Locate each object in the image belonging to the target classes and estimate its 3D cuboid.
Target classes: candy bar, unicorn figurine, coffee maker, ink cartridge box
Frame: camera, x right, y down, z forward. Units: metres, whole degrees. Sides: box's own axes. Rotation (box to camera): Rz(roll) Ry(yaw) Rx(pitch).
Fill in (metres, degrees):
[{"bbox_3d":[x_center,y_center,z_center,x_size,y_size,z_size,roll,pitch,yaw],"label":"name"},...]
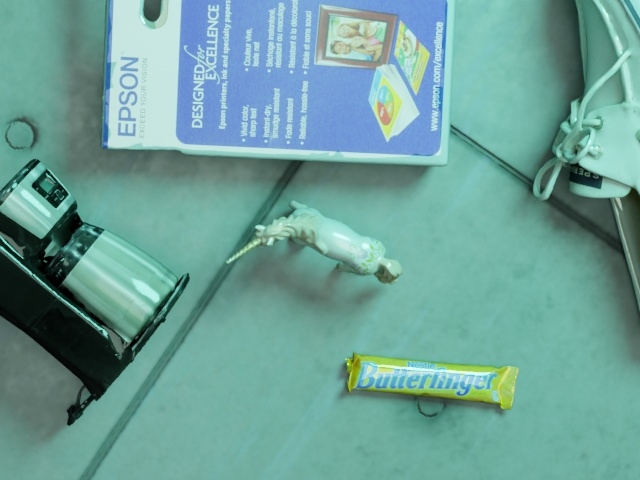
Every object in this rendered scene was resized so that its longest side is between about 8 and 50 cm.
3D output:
[{"bbox_3d":[0.100,0.128,1.377,0.161,0.018,0.040,6,92,-7],"label":"candy bar"},{"bbox_3d":[0.000,0.000,1.312,0.162,0.111,0.060,10,92,-6],"label":"unicorn figurine"},{"bbox_3d":[-0.231,0.046,1.287,0.178,0.120,0.171,38,89,-6],"label":"coffee maker"},{"bbox_3d":[-0.033,-0.223,1.323,0.307,0.072,0.303,3,94,-4],"label":"ink cartridge box"}]

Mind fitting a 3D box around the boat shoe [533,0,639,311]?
[{"bbox_3d":[0.263,-0.077,1.336,0.156,0.136,0.367,-22,105,-1],"label":"boat shoe"}]
